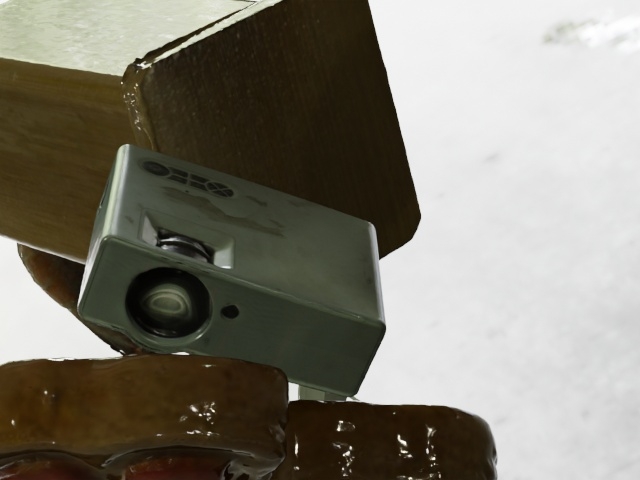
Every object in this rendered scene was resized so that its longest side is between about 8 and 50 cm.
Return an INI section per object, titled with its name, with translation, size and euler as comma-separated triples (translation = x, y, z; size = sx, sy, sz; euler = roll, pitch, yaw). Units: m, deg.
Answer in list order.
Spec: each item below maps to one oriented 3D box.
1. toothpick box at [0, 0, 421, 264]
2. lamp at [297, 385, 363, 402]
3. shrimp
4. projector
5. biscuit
[toothpick box]
translation = -0.119, -0.073, 1.133
size = 0.187, 0.190, 0.308
euler = -33, 31, -34
[lamp]
translation = 0.054, 0.179, 1.671
size = 0.056, 0.050, 0.198
euler = -6, 20, -34
[shrimp]
translation = -0.198, 0.030, 1.690
size = 0.143, 0.251, 0.052
euler = -49, 35, -21
[projector]
translation = -0.045, 0.018, 0.879
size = 0.115, 0.147, 0.061
euler = -94, 24, -64
[biscuit]
translation = -0.096, 0.134, 0.927
size = 0.381, 0.359, 0.074
euler = -2, 73, 14
